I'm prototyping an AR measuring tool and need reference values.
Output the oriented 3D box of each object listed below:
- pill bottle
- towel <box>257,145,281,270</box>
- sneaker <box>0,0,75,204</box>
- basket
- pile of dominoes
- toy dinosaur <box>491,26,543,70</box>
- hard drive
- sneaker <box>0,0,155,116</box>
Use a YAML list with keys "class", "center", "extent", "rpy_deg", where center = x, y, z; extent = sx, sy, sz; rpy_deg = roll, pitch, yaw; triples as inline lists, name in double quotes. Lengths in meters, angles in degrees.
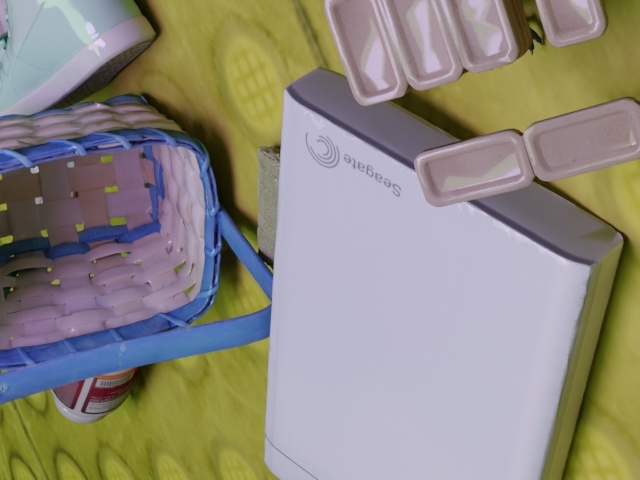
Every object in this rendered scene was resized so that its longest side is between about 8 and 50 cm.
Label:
- class: "pill bottle"
  center: [-0.225, 0.124, 1.426]
  extent: [0.086, 0.086, 0.152]
  rpy_deg: [55, 148, 16]
- class: "towel"
  center: [0.000, 0.000, 1.039]
  extent: [0.148, 0.027, 0.110]
  rpy_deg: [37, 139, 41]
- class: "sneaker"
  center: [-0.322, -0.121, 1.375]
  extent: [0.252, 0.111, 0.103]
  rpy_deg: [63, 150, 3]
- class: "basket"
  center: [-0.181, 0.013, 1.116]
  extent: [0.289, 0.255, 0.201]
  rpy_deg: [-122, 25, -58]
- class: "pile of dominoes"
  center: [0.120, -0.132, 0.657]
  extent: [0.251, 0.040, 0.196]
  rpy_deg: [-13, 104, 27]
- class: "toy dinosaur"
  center: [0.091, -0.128, 0.811]
  extent: [0.082, 0.047, 0.090]
  rpy_deg: [40, 109, 51]
- class: "hard drive"
  center: [0.062, 0.085, 0.952]
  extent: [0.233, 0.047, 0.353]
  rpy_deg: [33, 137, 29]
- class: "sneaker"
  center: [-0.245, -0.188, 1.220]
  extent: [0.256, 0.094, 0.151]
  rpy_deg: [-26, 95, 50]
